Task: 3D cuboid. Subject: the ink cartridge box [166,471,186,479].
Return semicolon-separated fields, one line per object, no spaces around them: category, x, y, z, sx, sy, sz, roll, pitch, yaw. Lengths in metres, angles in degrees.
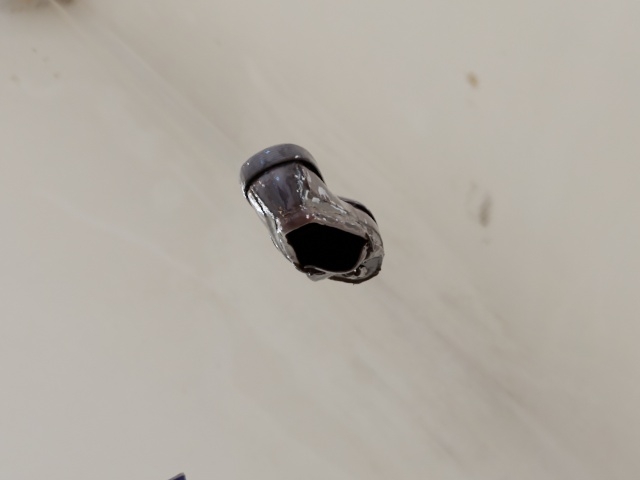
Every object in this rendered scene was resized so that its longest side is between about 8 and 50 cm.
ink cartridge box;-0.202;0.279;0.878;0.333;0.065;0.165;-25;-50;-22

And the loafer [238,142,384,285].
loafer;0.000;0.000;1.583;0.109;0.095;0.302;-29;-29;9
